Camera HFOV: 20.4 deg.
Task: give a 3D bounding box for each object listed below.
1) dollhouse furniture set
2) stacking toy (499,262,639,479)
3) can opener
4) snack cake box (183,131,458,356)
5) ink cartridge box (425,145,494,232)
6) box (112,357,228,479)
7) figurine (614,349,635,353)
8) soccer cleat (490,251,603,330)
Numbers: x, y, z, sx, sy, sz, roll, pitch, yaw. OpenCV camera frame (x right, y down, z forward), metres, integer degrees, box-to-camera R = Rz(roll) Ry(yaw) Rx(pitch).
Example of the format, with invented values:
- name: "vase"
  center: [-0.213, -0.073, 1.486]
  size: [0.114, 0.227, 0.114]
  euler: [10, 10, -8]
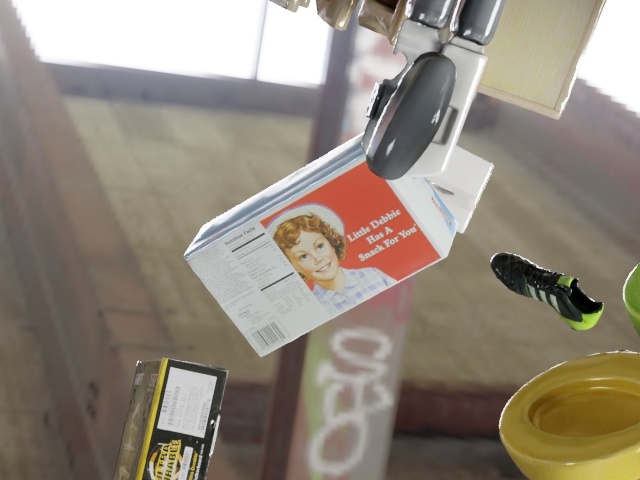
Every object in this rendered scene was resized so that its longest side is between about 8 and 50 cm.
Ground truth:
- name: "dollhouse furniture set"
  center: [0.159, -0.319, 1.964]
  size: [0.362, 0.256, 0.394]
  euler: [17, -169, -24]
- name: "stacking toy"
  center: [0.305, 0.114, 1.159]
  size: [0.309, 0.130, 0.279]
  euler: [-2, -149, 34]
- name: "can opener"
  center: [0.108, -0.175, 1.340]
  size: [0.074, 0.280, 0.093]
  euler: [18, -175, -17]
- name: "snack cake box"
  center: [0.000, 0.000, 1.984]
  size: [0.264, 0.152, 0.089]
  euler: [-29, -164, 25]
- name: "ink cartridge box"
  center: [0.136, -0.069, 2.084]
  size: [0.092, 0.090, 0.143]
  euler: [25, 180, -8]
- name: "box"
  center: [-0.180, 0.260, 1.950]
  size: [0.079, 0.257, 0.322]
  euler: [11, 174, -9]
- name: "figurine"
  center: [0.321, 0.217, 1.654]
  size: [0.209, 0.214, 0.092]
  euler: [16, -177, -30]
- name: "soccer cleat"
  center: [0.332, 0.064, 2.594]
  size: [0.179, 0.072, 0.060]
  euler: [32, -124, 1]
